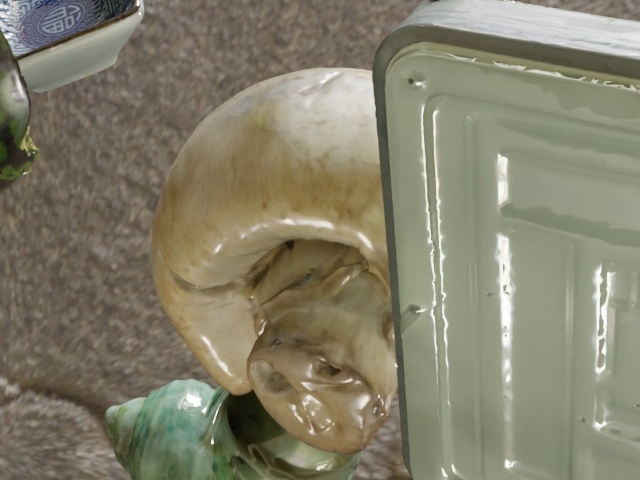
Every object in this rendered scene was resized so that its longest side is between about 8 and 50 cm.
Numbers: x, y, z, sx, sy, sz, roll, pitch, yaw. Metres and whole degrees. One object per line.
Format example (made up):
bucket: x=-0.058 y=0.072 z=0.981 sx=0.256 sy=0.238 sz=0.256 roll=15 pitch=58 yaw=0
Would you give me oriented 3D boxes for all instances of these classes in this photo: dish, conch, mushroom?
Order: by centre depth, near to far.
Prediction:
mushroom: x=0.000 y=0.000 z=0.859 sx=0.189 sy=0.253 sz=0.195 roll=52 pitch=39 yaw=-25
conch: x=-0.069 y=0.161 z=1.144 sx=0.188 sy=0.122 sz=0.176 roll=-3 pitch=122 yaw=-18
dish: x=-0.255 y=-0.222 z=1.399 sx=0.181 sy=0.080 sz=0.243 roll=-22 pitch=43 yaw=2

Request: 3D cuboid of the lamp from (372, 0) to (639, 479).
lamp: x=0.154 y=0.040 z=0.592 sx=0.269 sy=0.267 sz=0.047 roll=13 pitch=42 yaw=24

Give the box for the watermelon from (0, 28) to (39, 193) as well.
watermelon: x=-0.292 y=-0.161 z=1.021 sx=0.128 sy=0.159 sz=0.303 roll=-28 pitch=106 yaw=25
